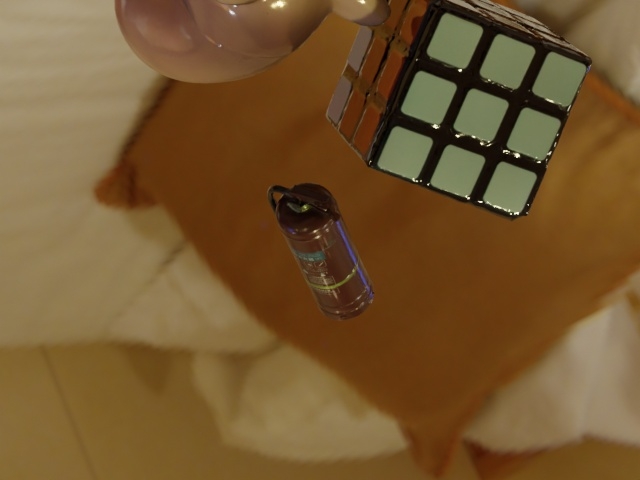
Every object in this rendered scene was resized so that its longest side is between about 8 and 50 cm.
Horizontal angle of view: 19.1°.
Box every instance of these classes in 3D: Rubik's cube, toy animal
[{"bbox_3d":[0.117,-0.131,1.671,0.162,0.160,0.163,16,105,-20],"label":"Rubik's cube"},{"bbox_3d":[-0.082,-0.216,1.651,0.166,0.154,0.250,-19,-172,-34],"label":"toy animal"}]

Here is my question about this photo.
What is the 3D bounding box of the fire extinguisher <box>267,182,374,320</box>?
[{"bbox_3d":[0.000,0.000,1.127,0.039,0.056,0.132,-54,150,-18],"label":"fire extinguisher"}]
